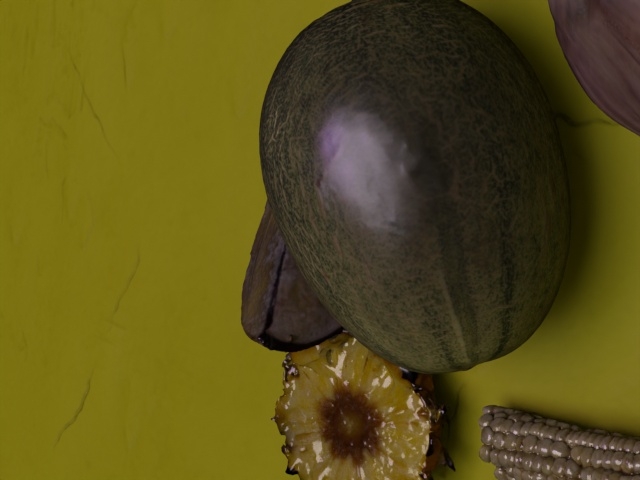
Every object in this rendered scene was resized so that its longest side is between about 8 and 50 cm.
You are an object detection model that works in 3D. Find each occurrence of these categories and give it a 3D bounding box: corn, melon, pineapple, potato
[{"bbox_3d":[0.224,0.199,1.053,0.211,0.087,0.087,6,101,42],"label":"corn"},{"bbox_3d":[0.080,-0.050,1.028,0.249,0.249,0.329,-20,86,41],"label":"melon"},{"bbox_3d":[0.047,0.175,1.205,0.225,0.076,0.224,6,99,38],"label":"pineapple"},{"bbox_3d":[0.000,-0.002,1.191,0.100,0.120,0.261,-17,54,61],"label":"potato"}]

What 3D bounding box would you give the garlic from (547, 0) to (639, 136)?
[{"bbox_3d":[0.273,-0.198,0.797,0.259,0.317,0.317,-2,99,-3],"label":"garlic"}]
